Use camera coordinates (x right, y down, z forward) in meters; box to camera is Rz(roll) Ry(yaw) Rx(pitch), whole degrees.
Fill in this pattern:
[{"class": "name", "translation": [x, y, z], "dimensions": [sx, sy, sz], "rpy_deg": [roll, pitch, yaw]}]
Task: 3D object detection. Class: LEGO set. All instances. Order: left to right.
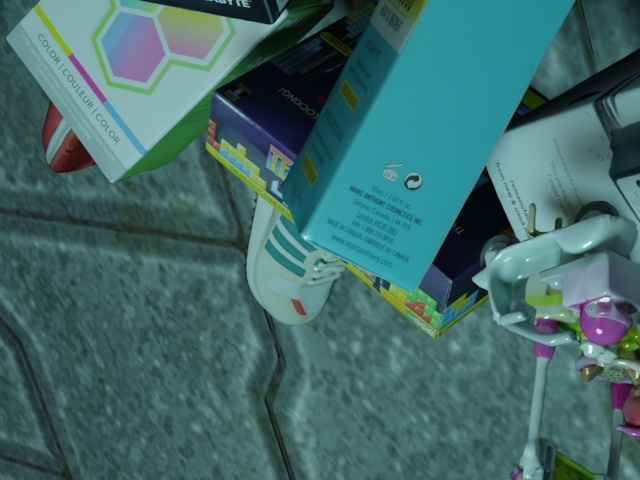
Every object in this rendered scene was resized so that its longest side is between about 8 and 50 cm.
[{"class": "LEGO set", "translation": [0.174, 0.079, 0.877], "dimensions": [0.132, 0.287, 0.107], "rpy_deg": [-16, 59, 53]}]

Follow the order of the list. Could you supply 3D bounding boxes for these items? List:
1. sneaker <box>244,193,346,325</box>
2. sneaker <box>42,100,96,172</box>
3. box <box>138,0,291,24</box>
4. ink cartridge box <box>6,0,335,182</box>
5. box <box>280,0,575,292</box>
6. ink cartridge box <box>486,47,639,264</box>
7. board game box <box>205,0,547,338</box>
[{"class": "sneaker", "translation": [0.000, 0.000, 1.207], "dimensions": [0.075, 0.057, 0.161], "rpy_deg": [37, 137, 35]}, {"class": "sneaker", "translation": [-0.137, -0.148, 1.256], "dimensions": [0.128, 0.087, 0.221], "rpy_deg": [56, 133, 16]}, {"class": "box", "translation": [-0.126, -0.201, 1.005], "dimensions": [0.220, 0.051, 0.175], "rpy_deg": [13, 145, 27]}, {"class": "ink cartridge box", "translation": [-0.068, -0.139, 1.107], "dimensions": [0.209, 0.062, 0.109], "rpy_deg": [-41, 81, 27]}, {"class": "box", "translation": [0.067, -0.105, 0.899], "dimensions": [0.060, 0.244, 0.100], "rpy_deg": [26, -170, -13]}, {"class": "ink cartridge box", "translation": [0.187, -0.055, 0.874], "dimensions": [0.190, 0.139, 0.082], "rpy_deg": [-20, 98, 53]}, {"class": "board game box", "translation": [0.048, -0.046, 1.045], "dimensions": [0.170, 0.141, 0.048], "rpy_deg": [39, 141, 23]}]
